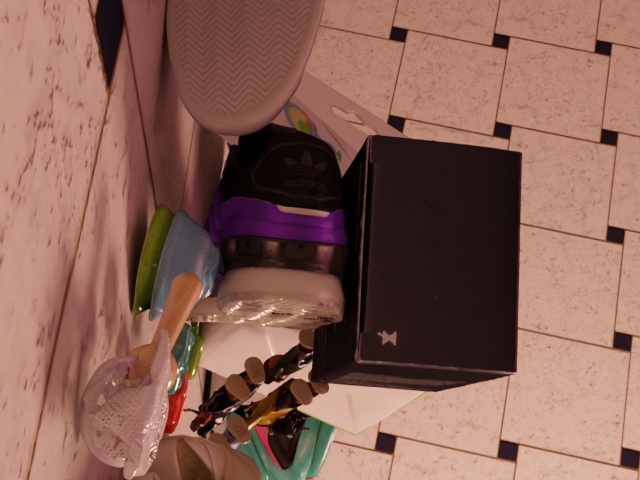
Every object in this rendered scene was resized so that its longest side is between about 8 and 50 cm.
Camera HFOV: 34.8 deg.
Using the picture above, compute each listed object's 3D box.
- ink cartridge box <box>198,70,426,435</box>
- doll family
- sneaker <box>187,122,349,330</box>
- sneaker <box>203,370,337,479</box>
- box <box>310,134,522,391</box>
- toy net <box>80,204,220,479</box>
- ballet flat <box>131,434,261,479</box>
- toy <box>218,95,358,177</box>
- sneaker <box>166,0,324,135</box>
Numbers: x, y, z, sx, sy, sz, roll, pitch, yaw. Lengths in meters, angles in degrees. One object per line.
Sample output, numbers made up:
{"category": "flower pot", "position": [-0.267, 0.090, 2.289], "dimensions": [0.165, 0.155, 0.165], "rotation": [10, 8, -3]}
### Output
{"category": "ink cartridge box", "position": [0.000, 0.000, 1.080], "dimensions": [0.119, 0.207, 0.353], "rotation": [-41, -149, 38]}
{"category": "doll family", "position": [-0.060, 0.142, 0.848], "dimensions": [0.111, 0.193, 0.076], "rotation": [-39, -103, 51]}
{"category": "sneaker", "position": [-0.038, -0.011, 0.761], "dimensions": [0.293, 0.102, 0.146], "rotation": [158, -63, -73]}
{"category": "sneaker", "position": [-0.033, 0.138, 1.128], "dimensions": [0.124, 0.178, 0.296], "rotation": [116, -22, -90]}
{"category": "box", "position": [0.063, 0.028, 0.744], "dimensions": [0.207, 0.108, 0.153], "rotation": [131, -36, -76]}
{"category": "toy net", "position": [-0.097, 0.069, 0.564], "dimensions": [0.232, 0.045, 0.122], "rotation": [-80, -176, -70]}
{"category": "ballet flat", "position": [-0.087, 0.163, 0.610], "dimensions": [0.248, 0.086, 0.086], "rotation": [-84, 178, -75]}
{"category": "toy", "position": [-0.030, -0.073, 0.970], "dimensions": [0.056, 0.237, 0.137], "rotation": [-39, -151, 31]}
{"category": "sneaker", "position": [-0.047, -0.181, 0.763], "dimensions": [0.169, 0.108, 0.293], "rotation": [86, 5, -67]}
